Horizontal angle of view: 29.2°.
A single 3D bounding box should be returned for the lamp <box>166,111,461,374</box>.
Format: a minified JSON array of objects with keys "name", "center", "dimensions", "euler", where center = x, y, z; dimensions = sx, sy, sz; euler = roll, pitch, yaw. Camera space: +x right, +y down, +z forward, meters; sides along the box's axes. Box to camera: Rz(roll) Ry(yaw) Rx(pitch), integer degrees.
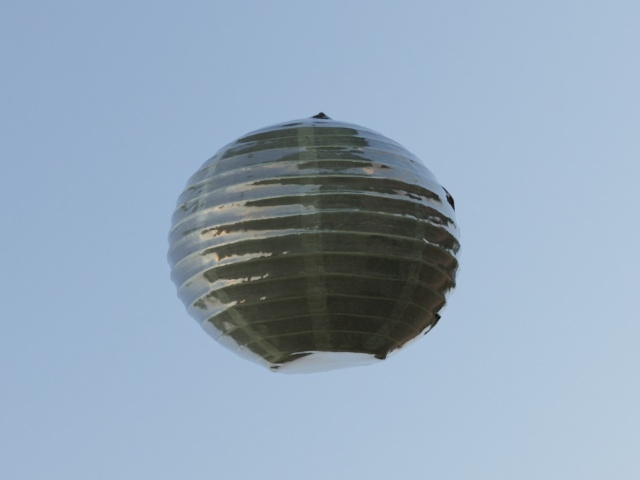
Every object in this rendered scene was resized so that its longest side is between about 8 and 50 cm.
[{"name":"lamp","center":[0.000,0.000,1.070],"dimensions":[0.265,0.233,0.233],"euler":[0,-46,-6]}]
